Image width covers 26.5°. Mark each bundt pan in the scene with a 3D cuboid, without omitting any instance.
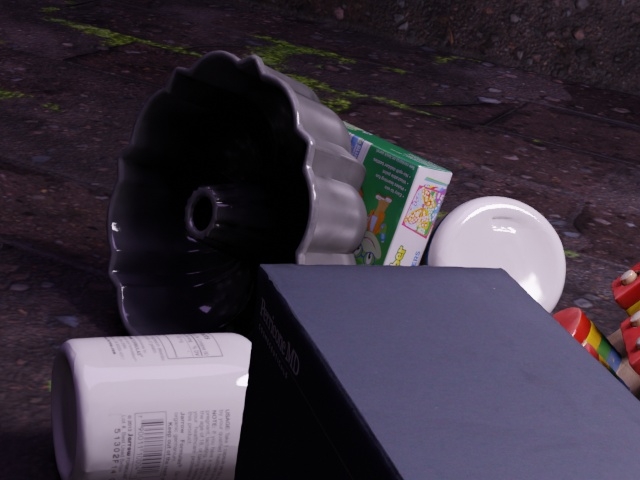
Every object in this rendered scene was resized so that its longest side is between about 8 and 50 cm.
[{"bbox_3d":[-0.075,-0.021,1.383,0.124,0.330,0.331,8,15,-42],"label":"bundt pan"}]

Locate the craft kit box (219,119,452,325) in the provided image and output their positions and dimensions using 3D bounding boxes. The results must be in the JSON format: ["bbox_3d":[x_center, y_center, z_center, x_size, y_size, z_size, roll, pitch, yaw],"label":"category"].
[{"bbox_3d":[0.000,0.000,1.430,0.061,0.246,0.250,5,17,-42],"label":"craft kit box"}]

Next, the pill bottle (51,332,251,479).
[{"bbox_3d":[-0.109,0.146,1.176,0.229,0.131,0.131,-1,22,-22],"label":"pill bottle"}]

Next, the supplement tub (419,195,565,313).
[{"bbox_3d":[0.157,0.040,1.435,0.144,0.144,0.200,2,-10,-14],"label":"supplement tub"}]

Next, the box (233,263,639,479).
[{"bbox_3d":[0.070,0.219,0.793,0.179,0.312,0.343,0,22,-19],"label":"box"}]

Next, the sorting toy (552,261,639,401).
[{"bbox_3d":[0.276,0.111,1.232,0.089,0.255,0.257,47,18,-11],"label":"sorting toy"}]
